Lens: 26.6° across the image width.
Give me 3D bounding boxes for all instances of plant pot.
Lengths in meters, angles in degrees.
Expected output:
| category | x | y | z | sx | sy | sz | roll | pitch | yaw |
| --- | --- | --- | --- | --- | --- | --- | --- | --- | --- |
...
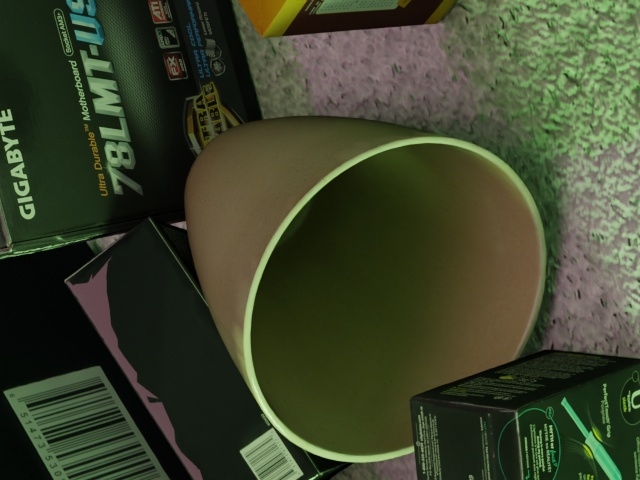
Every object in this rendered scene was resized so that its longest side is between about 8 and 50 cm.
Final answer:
| category | x | y | z | sx | sy | sz | roll | pitch | yaw |
| --- | --- | --- | --- | --- | --- | --- | --- | --- | --- |
| plant pot | 0.000 | 0.000 | 1.097 | 0.274 | 0.256 | 0.256 | 38 | 127 | 55 |

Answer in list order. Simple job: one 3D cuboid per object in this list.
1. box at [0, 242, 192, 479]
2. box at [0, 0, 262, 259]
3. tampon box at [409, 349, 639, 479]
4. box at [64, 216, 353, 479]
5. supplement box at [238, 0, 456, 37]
| category | x | y | z | sx | sy | sz | roll | pitch | yaw |
| --- | --- | --- | --- | --- | --- | --- | --- | --- | --- |
| box | -0.336 | 0.340 | 1.474 | 0.480 | 0.297 | 0.472 | 54 | 132 | 23 |
| box | -0.198 | -0.150 | 1.206 | 0.073 | 0.293 | 0.295 | -17 | 87 | 47 |
| tampon box | 0.160 | 0.157 | 0.995 | 0.101 | 0.161 | 0.120 | 1 | 99 | 47 |
| box | -0.091 | 0.119 | 1.202 | 0.103 | 0.184 | 0.261 | -36 | 79 | 8 |
| supplement box | 0.042 | -0.264 | 0.992 | 0.129 | 0.194 | 0.191 | 59 | 135 | 19 |
